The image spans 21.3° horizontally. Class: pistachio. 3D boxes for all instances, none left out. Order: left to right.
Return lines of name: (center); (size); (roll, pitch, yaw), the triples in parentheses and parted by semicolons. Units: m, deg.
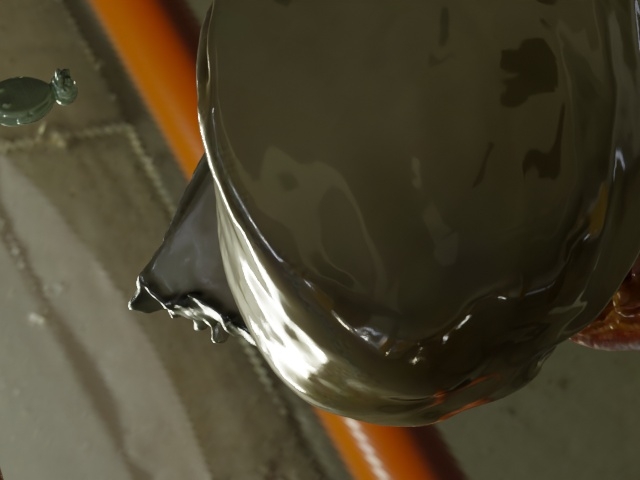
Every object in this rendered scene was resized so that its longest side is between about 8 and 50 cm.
pistachio: (0.037, -0.057, 0.660); (0.197, 0.166, 0.288); (29, -135, -23)

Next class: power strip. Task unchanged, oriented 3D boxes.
power strip: (-0.248, -0.126, 1.454); (0.083, 0.035, 0.055); (-17, -127, -19)

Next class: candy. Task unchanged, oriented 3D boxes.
candy: (0.000, 0.000, 1.129); (0.185, 0.195, 0.137); (27, -177, 32)

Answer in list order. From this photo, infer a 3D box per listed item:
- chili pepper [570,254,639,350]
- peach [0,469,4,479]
chili pepper: (0.267, -0.069, 1.513); (0.229, 0.251, 0.305); (54, -131, -33)
peach: (-0.333, 0.160, 0.664); (0.406, 0.310, 0.335); (-11, -119, 17)
